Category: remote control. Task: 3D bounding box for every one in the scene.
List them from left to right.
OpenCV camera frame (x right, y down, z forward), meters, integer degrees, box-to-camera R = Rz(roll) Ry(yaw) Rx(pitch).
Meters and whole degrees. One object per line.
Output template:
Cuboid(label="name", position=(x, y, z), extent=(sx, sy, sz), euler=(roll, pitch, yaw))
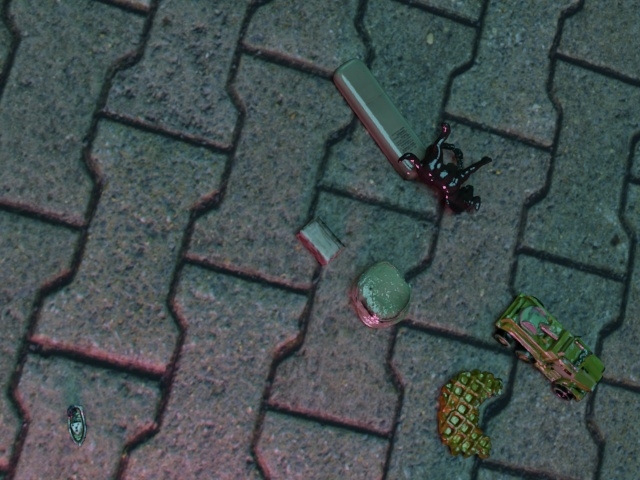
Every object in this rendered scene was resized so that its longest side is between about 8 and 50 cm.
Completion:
Cuboid(label="remote control", position=(0.142, -0.278, 2.014), extent=(0.090, 0.038, 0.310), euler=(-37, 92, -17))

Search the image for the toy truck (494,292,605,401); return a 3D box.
Cuboid(label="toy truck", position=(0.526, 0.242, 1.974), extent=(0.259, 0.135, 0.128), euler=(45, 74, -7))

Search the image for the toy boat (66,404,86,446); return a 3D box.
Cuboid(label="toy boat", position=(-0.480, 0.366, 1.745), extent=(0.038, 0.038, 0.083), euler=(-9, 82, -16))

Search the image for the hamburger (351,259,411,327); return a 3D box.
Cuboid(label="hamburger", position=(0.135, 0.119, 1.932), extent=(0.133, 0.062, 0.140), euler=(-24, 85, -18))

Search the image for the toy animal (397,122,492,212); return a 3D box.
Cuboid(label="toy animal", position=(0.287, -0.156, 1.981), extent=(0.232, 0.084, 0.148), euler=(32, 75, -27))

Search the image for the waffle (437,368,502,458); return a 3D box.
Cuboid(label="waffle", position=(0.334, 0.379, 1.943), extent=(0.148, 0.051, 0.194), euler=(5, 79, -12))

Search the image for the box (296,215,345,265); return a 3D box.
Cuboid(label="box", position=(0.000, 0.000, 1.927), extent=(0.062, 0.045, 0.098), euler=(-40, 93, -18))
